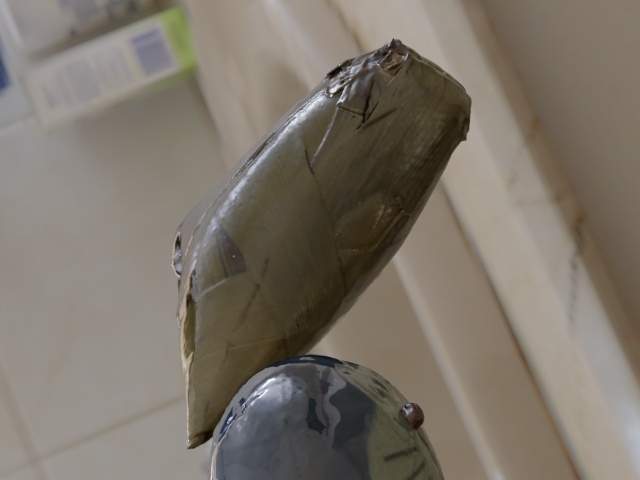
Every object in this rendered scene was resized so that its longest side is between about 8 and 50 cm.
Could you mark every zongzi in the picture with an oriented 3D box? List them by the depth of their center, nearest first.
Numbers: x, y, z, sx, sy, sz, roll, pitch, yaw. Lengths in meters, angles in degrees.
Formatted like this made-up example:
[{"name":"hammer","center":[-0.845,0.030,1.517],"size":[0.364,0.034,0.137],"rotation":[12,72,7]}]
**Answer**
[{"name":"zongzi","center":[0.000,0.000,1.447],"size":[0.145,0.274,0.300],"rotation":[38,-158,-14]}]

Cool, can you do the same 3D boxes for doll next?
[{"name":"doll","center":[0.030,0.189,1.116],"size":[0.228,0.154,0.258],"rotation":[-22,-83,-76]}]
